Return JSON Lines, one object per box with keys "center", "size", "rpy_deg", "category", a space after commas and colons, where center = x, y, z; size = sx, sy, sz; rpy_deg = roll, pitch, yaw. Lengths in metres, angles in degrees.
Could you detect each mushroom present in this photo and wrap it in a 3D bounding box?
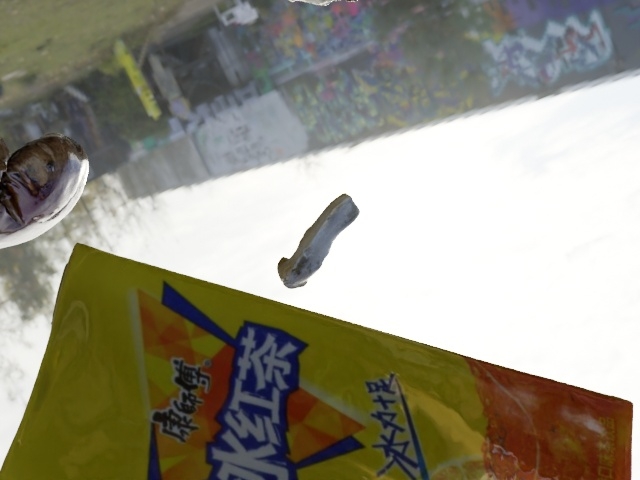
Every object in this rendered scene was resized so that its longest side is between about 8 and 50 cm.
{"center": [-0.256, -0.043, 0.792], "size": [0.135, 0.080, 0.170], "rpy_deg": [-40, 176, -13], "category": "mushroom"}
{"center": [-0.003, -0.002, 1.611], "size": [0.202, 0.059, 0.054], "rpy_deg": [-53, -154, 23], "category": "mushroom"}

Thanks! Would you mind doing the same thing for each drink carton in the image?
{"center": [0.001, 0.132, 0.561], "size": [0.111, 0.351, 0.155], "rpy_deg": [127, -22, -60], "category": "drink carton"}

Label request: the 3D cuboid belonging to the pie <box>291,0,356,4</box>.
{"center": [-0.041, -0.407, 1.287], "size": [0.339, 0.083, 0.339], "rpy_deg": [13, -147, -9], "category": "pie"}
